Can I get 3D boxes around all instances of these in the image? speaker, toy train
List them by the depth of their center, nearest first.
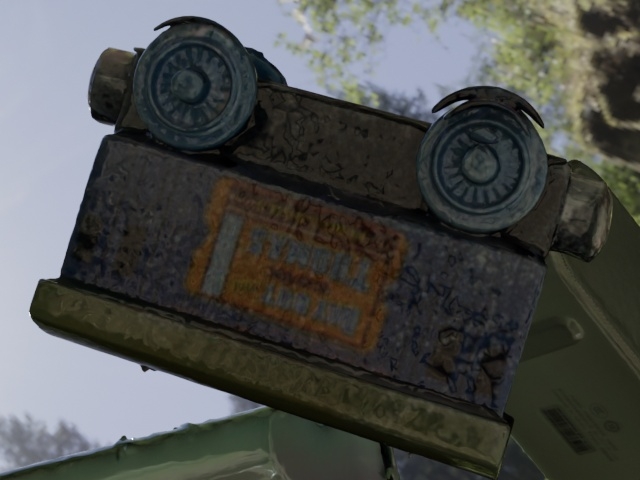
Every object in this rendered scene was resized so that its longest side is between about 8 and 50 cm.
[{"bbox_3d":[0.000,0.000,0.722,0.131,0.300,0.201,17,-90,-79],"label":"toy train"},{"bbox_3d":[0.285,0.132,1.313,0.406,0.184,0.183,49,-140,-17],"label":"speaker"}]

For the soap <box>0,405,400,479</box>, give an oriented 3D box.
[{"bbox_3d":[-0.151,0.233,0.865,0.446,0.156,0.261,-13,-19,-10],"label":"soap"}]
